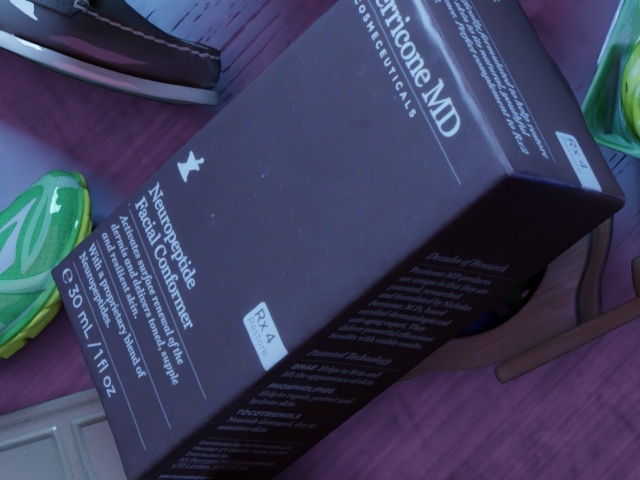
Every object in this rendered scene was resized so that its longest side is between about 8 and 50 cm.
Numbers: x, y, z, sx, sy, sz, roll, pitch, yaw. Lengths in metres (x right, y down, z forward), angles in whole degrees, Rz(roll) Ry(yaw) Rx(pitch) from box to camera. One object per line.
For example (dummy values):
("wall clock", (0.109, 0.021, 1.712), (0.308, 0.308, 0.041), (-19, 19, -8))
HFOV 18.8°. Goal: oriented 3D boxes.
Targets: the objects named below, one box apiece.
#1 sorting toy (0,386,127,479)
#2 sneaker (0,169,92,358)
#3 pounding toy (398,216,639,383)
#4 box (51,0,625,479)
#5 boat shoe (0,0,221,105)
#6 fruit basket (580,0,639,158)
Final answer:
("sorting toy", (-0.157, 0.268, 1.480), (0.229, 0.041, 0.307), (-16, 88, 0))
("sneaker", (-0.296, 0.043, 1.454), (0.295, 0.109, 0.123), (-37, 125, 3))
("pounding toy", (0.120, 0.014, 1.369), (0.269, 0.155, 0.154), (-11, 94, 24))
("box", (0.000, 0.000, 1.326), (0.381, 0.143, 0.191), (-41, 59, 28))
("boat shoe", (-0.219, -0.184, 1.475), (0.324, 0.116, 0.097), (19, 92, 13))
("fruit basket", (0.266, -0.171, 1.300), (0.165, 0.353, 0.327), (20, 90, 18))
